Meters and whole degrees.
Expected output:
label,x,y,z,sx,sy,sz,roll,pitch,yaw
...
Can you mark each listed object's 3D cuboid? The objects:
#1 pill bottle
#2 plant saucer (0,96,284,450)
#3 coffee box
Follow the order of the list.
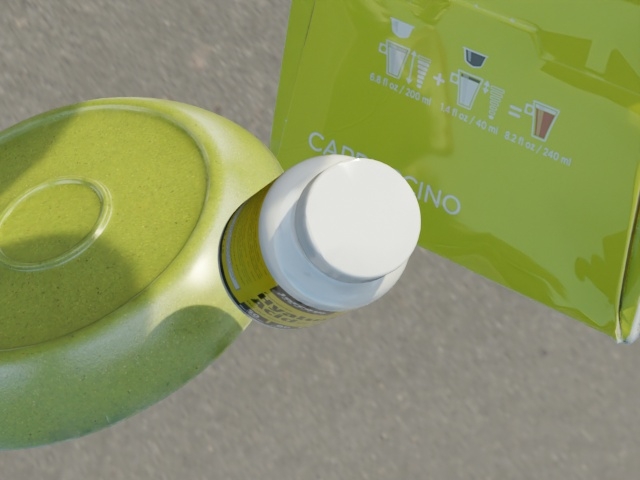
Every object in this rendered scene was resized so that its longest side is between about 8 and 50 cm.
label,x,y,z,sx,sy,sz,roll,pitch,yaw
pill bottle,0.000,0.000,0.692,0.065,0.116,0.065,3,80,-16
plant saucer,-0.134,0.001,0.861,0.241,0.241,0.037,-30,133,-8
coffee box,0.199,-0.180,1.303,0.334,0.337,0.338,-31,139,-50
